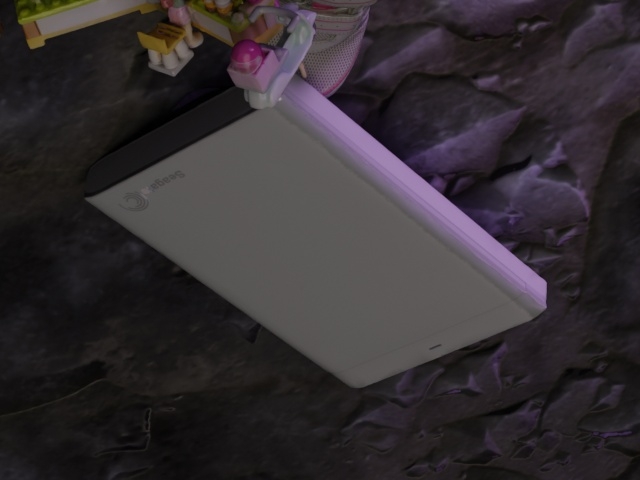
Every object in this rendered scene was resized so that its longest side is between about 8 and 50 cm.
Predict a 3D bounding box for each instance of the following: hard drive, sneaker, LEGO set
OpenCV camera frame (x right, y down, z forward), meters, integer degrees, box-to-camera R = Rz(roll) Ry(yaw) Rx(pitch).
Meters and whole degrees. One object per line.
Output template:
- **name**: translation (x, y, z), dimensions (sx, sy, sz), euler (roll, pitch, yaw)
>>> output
- **hard drive**: translation (0.000, 0.000, 1.497), dimensions (0.203, 0.040, 0.307), euler (-25, 133, 35)
- **sneaker**: translation (-0.003, -0.193, 1.341), dimensions (0.103, 0.111, 0.252), euler (-3, 128, -11)
- **LEGO set**: translation (-0.136, -0.177, 1.304), dimensions (0.287, 0.132, 0.107), euler (10, 142, 23)
